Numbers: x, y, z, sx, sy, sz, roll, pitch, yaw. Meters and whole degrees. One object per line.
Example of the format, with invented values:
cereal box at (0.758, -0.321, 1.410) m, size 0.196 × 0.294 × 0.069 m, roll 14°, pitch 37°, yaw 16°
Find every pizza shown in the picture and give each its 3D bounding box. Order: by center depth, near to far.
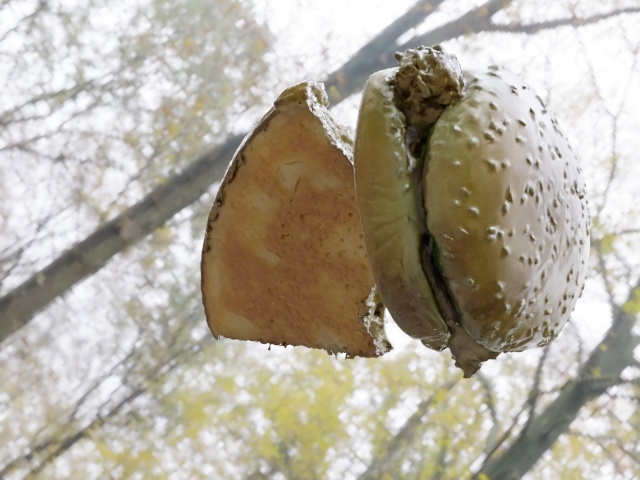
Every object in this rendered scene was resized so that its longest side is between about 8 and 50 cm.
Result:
pizza at (0.000, 0.000, 1.215) m, size 0.223 × 0.089 × 0.323 m, roll 27°, pitch -51°, yaw 6°

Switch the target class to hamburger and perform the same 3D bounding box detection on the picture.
hamburger at (0.100, -0.026, 0.820) m, size 0.122 × 0.189 × 0.215 m, roll -6°, pitch -40°, yaw 27°
